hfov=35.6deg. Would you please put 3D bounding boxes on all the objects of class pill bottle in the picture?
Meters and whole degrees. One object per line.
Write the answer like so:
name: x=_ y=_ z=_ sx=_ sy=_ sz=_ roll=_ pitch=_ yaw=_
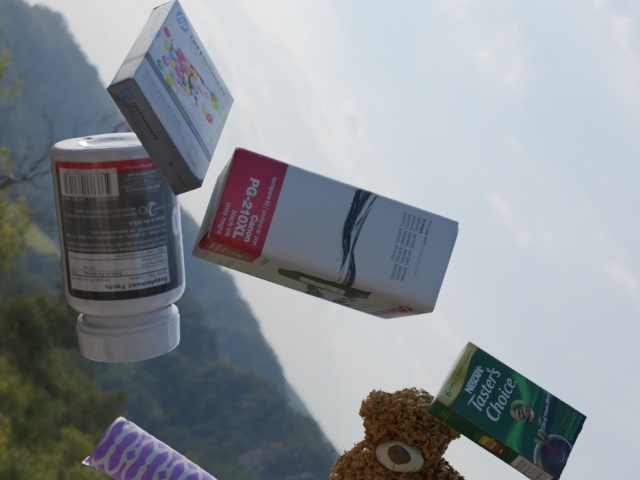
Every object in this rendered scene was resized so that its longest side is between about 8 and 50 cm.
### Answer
pill bottle: x=-0.264 y=0.006 z=1.329 sx=0.161 sy=0.161 sz=0.283 roll=-147 pitch=-127 yaw=-67

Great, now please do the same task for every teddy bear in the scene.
teddy bear: x=0.122 y=0.387 z=1.536 sx=0.245 sy=0.113 sz=0.338 roll=41 pitch=-46 yaw=22

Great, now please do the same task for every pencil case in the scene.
pencil case: x=-0.229 y=0.336 z=1.410 sx=0.206 sy=0.088 sz=0.086 roll=35 pitch=20 yaw=6

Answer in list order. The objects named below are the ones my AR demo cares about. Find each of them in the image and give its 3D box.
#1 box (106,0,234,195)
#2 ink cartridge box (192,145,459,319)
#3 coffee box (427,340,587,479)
box: x=-0.160 y=-0.161 z=1.108 sx=0.186 sy=0.038 sz=0.145 roll=-79 pitch=147 yaw=-52
ink cartridge box: x=0.000 y=0.000 z=1.035 sx=0.237 sy=0.100 sz=0.172 roll=18 pitch=-10 yaw=-10
coffee box: x=0.241 y=0.224 z=1.289 sx=0.184 sy=0.113 sz=0.040 roll=34 pitch=-38 yaw=7
